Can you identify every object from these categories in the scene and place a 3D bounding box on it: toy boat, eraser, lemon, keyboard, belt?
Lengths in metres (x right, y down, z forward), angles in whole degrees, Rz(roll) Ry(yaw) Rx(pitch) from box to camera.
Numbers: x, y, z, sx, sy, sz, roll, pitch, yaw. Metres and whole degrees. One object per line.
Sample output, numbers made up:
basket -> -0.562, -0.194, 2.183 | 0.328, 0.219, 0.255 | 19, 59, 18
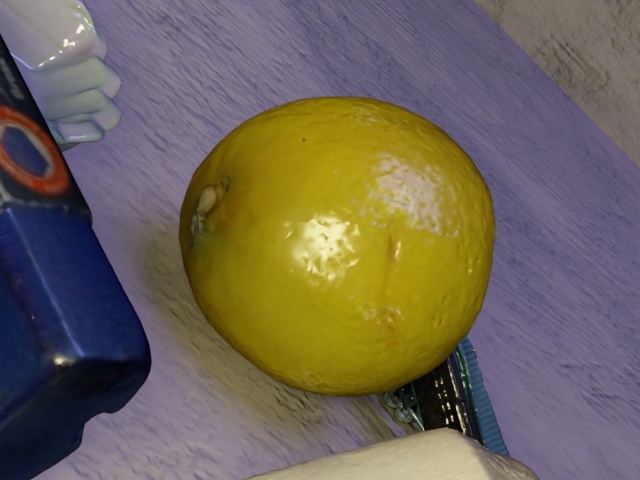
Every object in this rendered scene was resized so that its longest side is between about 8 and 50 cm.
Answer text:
toy boat -> -0.244, -0.146, 1.216 | 0.199, 0.100, 0.290 | 43, 22, -21
eraser -> -0.231, -0.023, 0.961 | 0.101, 0.155, 0.332 | 10, 45, -57
lemon -> 0.000, 0.000, 1.293 | 0.219, 0.240, 0.240 | 11, 40, -32
keyboard -> 0.097, 0.122, 1.399 | 0.106, 0.016, 0.262 | 136, -60, -68
belt -> 0.110, 0.164, 1.477 | 0.065, 0.100, 0.179 | -4, 72, -67

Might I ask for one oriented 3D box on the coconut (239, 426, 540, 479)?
coconut -> 0.024, 0.239, 0.931 | 0.237, 0.266, 0.237 | 169, -90, -79
